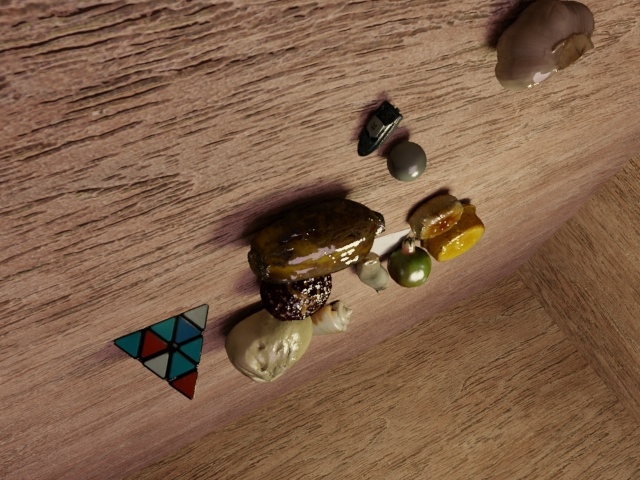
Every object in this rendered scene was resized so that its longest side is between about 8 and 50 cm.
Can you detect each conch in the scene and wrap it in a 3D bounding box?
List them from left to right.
[{"bbox_3d":[0.032,0.369,2.045,0.255,0.127,0.158,-38,156,15],"label":"conch"}]

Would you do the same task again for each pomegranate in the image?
[{"bbox_3d":[0.352,0.081,1.839,0.180,0.180,0.209,-21,128,-22],"label":"pomegranate"}]

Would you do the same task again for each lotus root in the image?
[{"bbox_3d":[0.000,0.000,1.232,0.398,0.179,0.196,-18,155,-27],"label":"lotus root"}]

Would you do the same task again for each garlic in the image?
[{"bbox_3d":[0.471,-0.441,1.017,0.229,0.178,0.143,-50,124,-2],"label":"garlic"}]

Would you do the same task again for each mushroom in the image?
[{"bbox_3d":[0.202,0.127,1.818,0.109,0.097,0.351,-24,156,8],"label":"mushroom"}]

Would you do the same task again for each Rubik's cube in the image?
[{"bbox_3d":[-0.391,0.301,1.384,0.234,0.250,0.284,-51,151,-5],"label":"Rubik's cube"}]

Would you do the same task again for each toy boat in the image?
[{"bbox_3d":[0.128,-0.246,1.065,0.060,0.055,0.141,-17,153,-47],"label":"toy boat"}]

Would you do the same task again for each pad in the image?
[{"bbox_3d":[0.233,0.022,1.769,0.232,0.004,0.156,-15,151,-33],"label":"pad"}]

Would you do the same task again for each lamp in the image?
[{"bbox_3d":[0.223,-0.204,1.204,0.105,0.105,0.105,-26,155,-13],"label":"lamp"}]

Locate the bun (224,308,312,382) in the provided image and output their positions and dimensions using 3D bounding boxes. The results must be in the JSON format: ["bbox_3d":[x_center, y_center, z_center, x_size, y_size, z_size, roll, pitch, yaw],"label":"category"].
[{"bbox_3d":[-0.170,0.368,1.687,0.326,0.234,0.362,-37,163,-1],"label":"bun"}]

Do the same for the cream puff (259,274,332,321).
[{"bbox_3d":[-0.071,0.156,1.467,0.239,0.164,0.239,-28,154,-15],"label":"cream puff"}]

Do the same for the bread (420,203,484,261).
[{"bbox_3d":[0.524,-0.031,1.846,0.269,0.145,0.268,-25,151,-15],"label":"bread"}]

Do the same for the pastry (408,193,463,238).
[{"bbox_3d":[0.412,-0.085,1.667,0.193,0.093,0.182,-28,153,-5],"label":"pastry"}]
